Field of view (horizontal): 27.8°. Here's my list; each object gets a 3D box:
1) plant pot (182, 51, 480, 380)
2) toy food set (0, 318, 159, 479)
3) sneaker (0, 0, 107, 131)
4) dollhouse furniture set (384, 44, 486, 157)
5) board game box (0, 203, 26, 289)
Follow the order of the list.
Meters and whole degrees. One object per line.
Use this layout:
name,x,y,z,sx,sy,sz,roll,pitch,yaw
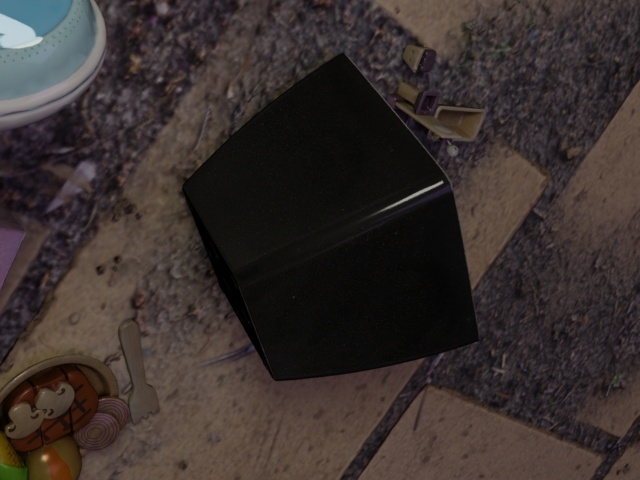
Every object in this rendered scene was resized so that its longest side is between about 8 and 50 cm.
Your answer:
plant pot,0.000,0.000,1.018,0.167,0.187,0.188,-26,136,-8
toy food set,-0.211,0.151,1.034,0.192,0.038,0.132,-28,135,-25
sneaker,-0.233,-0.169,0.529,0.208,0.319,0.127,121,-7,-63
dollhouse furniture set,0.123,-0.110,1.109,0.114,0.081,0.091,-1,120,-42
board game box,-0.387,0.093,0.806,0.318,0.066,0.318,11,112,-46
